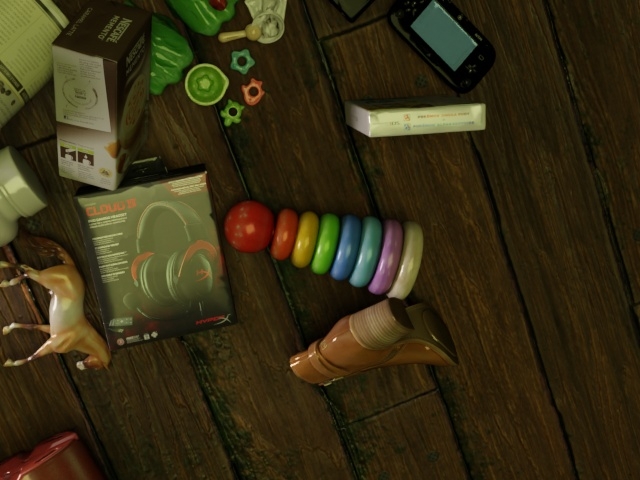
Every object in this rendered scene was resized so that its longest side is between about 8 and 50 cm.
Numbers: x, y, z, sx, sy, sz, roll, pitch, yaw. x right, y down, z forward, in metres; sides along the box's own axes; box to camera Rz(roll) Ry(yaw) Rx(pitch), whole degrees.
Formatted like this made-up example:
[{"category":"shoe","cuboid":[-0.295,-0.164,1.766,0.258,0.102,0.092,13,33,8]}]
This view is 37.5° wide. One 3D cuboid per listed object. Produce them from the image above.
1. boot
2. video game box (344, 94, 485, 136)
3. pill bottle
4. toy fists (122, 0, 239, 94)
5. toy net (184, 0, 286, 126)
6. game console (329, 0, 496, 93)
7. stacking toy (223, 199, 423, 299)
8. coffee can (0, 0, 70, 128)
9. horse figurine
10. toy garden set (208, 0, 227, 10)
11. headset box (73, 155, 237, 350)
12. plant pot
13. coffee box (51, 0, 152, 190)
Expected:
[{"category":"boot","cuboid":[0.101,0.201,1.647,0.220,0.283,0.109,-32,62,24]},{"category":"video game box","cuboid":[0.148,-0.205,1.530,0.187,0.205,0.048,-2,103,-8]},{"category":"pill bottle","cuboid":[-0.574,-0.034,1.473,0.272,0.152,0.152,-31,104,-1]},{"category":"toy fists","cuboid":[-0.233,-0.350,1.498,0.142,0.096,0.279,41,94,-6]},{"category":"toy net","cuboid":[-0.118,-0.305,1.549,0.122,0.045,0.232,37,93,-14]},{"category":"game console","cuboid":[0.159,-0.409,1.575,0.361,0.044,0.213,42,92,-15]},{"category":"stacking toy","cuboid":[0.000,0.000,1.591,0.330,0.141,0.141,14,99,-7]},{"category":"coffee can","cuboid":[-0.518,-0.258,1.379,0.201,0.201,0.275,45,76,-14]},{"category":"horse figurine","cuboid":[-0.448,0.107,1.568,0.174,0.066,0.263,-3,104,-3]},{"category":"toy garden set","cuboid":[-0.189,-0.483,1.420,0.244,0.049,0.204,28,70,-14]},{"category":"headset box","cuboid":[-0.271,0.010,1.553,0.218,0.110,0.293,-11,103,-7]},{"category":"plant pot","cuboid":[-0.436,0.479,1.557,0.272,0.272,0.265,-25,96,-4]},{"category":"coffee box","cuboid":[-0.326,-0.217,1.417,0.098,0.141,0.246,16,136,3]}]
